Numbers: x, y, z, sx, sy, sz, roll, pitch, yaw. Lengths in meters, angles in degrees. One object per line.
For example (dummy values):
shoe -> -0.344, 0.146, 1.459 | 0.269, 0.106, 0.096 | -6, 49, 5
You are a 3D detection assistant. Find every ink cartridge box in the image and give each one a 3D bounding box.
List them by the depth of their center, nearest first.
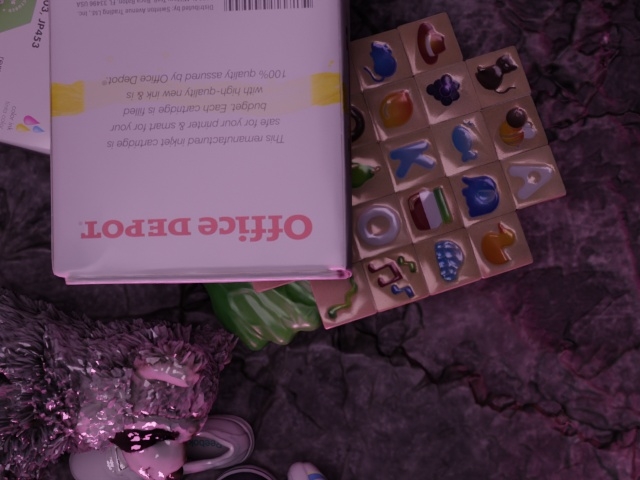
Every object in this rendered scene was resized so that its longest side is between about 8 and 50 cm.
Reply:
ink cartridge box -> -0.111, -0.148, 1.269 | 0.279, 0.160, 0.384 | -1, 86, 5
ink cartridge box -> -0.205, -0.174, 1.424 | 0.354, 0.119, 0.207 | 14, 90, 7

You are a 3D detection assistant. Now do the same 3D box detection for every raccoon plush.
raccoon plush -> -0.300, 0.077, 1.321 | 0.299, 0.216, 0.446 | -34, 106, 16

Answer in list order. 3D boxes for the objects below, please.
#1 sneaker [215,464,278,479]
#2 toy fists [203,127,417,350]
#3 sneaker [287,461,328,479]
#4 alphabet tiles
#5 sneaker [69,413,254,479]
sneaker -> -0.049, 0.407, 1.390 | 0.126, 0.127, 0.321 | -24, 91, 7
toy fists -> 0.000, 0.000, 1.404 | 0.279, 0.096, 0.142 | -42, 79, -3
sneaker -> 0.065, 0.327, 1.412 | 0.126, 0.091, 0.240 | -30, 85, -12
alphabet tiles -> 0.070, -0.076, 1.358 | 0.343, 0.011, 0.285 | -18, 80, -4
sneaker -> -0.184, 0.232, 1.431 | 0.212, 0.094, 0.080 | -11, 89, 8
